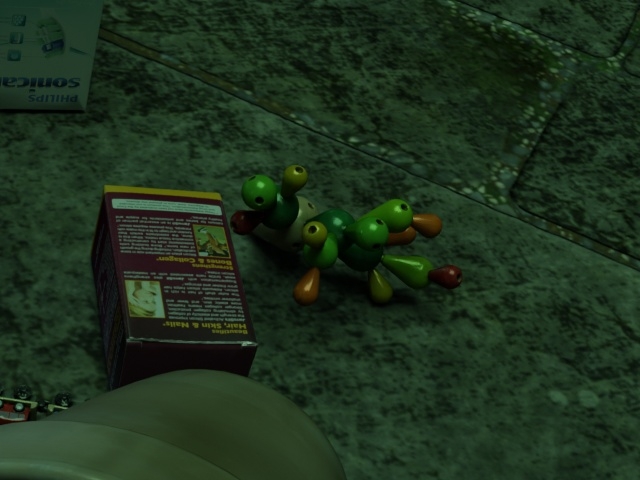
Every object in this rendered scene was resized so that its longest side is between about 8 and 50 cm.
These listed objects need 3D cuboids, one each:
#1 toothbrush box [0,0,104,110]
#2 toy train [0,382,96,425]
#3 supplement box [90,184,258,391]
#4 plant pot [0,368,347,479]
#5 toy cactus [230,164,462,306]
[{"bbox_3d":[-0.277,-0.299,1.429,0.126,0.296,0.216,-1,41,-23],"label":"toothbrush box"},{"bbox_3d":[-0.232,0.127,1.145,0.158,0.027,0.036,10,42,-8],"label":"toy train"},{"bbox_3d":[-0.123,0.046,1.239,0.104,0.081,0.188,3,40,-18],"label":"supplement box"},{"bbox_3d":[-0.103,0.214,0.900,0.323,0.323,0.280,21,22,5],"label":"plant pot"},{"bbox_3d":[0.000,0.000,1.319,0.219,0.112,0.180,13,-1,-37],"label":"toy cactus"}]
